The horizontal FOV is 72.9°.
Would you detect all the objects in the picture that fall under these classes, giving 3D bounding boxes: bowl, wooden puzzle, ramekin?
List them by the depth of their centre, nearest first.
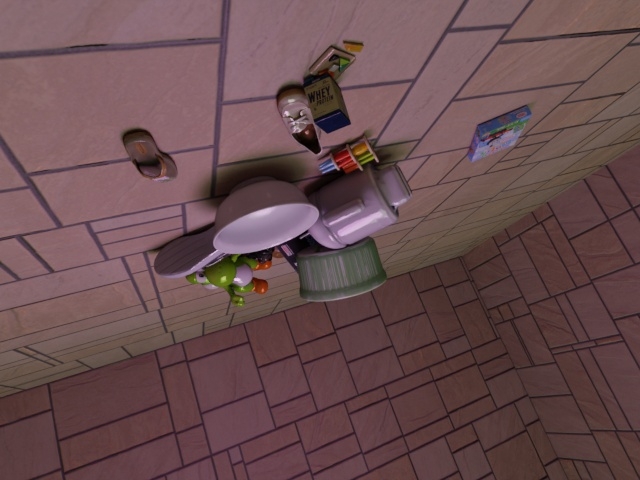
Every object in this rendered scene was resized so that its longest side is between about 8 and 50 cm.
[{"bbox_3d":[0.025,-0.333,0.824,0.079,0.014,0.116,-6,159,-41],"label":"wooden puzzle"},{"bbox_3d":[-0.163,-0.084,1.184,0.298,0.134,0.298,-18,164,-6],"label":"bowl"},{"bbox_3d":[0.062,0.085,1.469,0.304,0.148,0.303,-13,-172,2],"label":"ramekin"}]

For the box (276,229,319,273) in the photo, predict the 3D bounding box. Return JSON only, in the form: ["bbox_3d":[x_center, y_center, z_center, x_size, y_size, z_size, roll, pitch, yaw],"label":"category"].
[{"bbox_3d":[0.000,0.000,1.635,0.294,0.073,0.295,-24,149,3],"label":"box"}]

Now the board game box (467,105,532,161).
[{"bbox_3d":[0.578,-0.342,1.417,0.160,0.039,0.211,-22,165,4],"label":"board game box"}]

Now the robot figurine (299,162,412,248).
[{"bbox_3d":[0.097,-0.101,1.321,0.354,0.199,0.300,-27,179,21],"label":"robot figurine"}]

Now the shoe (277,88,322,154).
[{"bbox_3d":[-0.034,-0.250,0.935,0.077,0.058,0.219,-23,164,7],"label":"shoe"}]

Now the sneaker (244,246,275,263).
[{"bbox_3d":[-0.165,0.001,1.467,0.228,0.130,0.087,-26,165,12],"label":"sneaker"}]

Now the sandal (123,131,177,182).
[{"bbox_3d":[-0.344,-0.156,0.883,0.072,0.049,0.180,-19,164,-6],"label":"sandal"}]

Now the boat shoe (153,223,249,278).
[{"bbox_3d":[-0.350,0.034,1.355,0.336,0.121,0.119,-24,159,5],"label":"boat shoe"}]

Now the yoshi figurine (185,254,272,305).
[{"bbox_3d":[-0.317,0.125,1.609,0.203,0.203,0.362,-46,152,23],"label":"yoshi figurine"}]

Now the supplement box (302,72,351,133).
[{"bbox_3d":[0.014,-0.270,0.861,0.056,0.083,0.083,-18,173,17],"label":"supplement box"}]

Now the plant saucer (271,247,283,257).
[{"bbox_3d":[-0.173,0.052,1.759,0.084,0.015,0.083,2,149,1],"label":"plant saucer"}]

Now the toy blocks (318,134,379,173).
[{"bbox_3d":[0.075,-0.217,1.185,0.148,0.054,0.123,-25,163,14],"label":"toy blocks"}]
